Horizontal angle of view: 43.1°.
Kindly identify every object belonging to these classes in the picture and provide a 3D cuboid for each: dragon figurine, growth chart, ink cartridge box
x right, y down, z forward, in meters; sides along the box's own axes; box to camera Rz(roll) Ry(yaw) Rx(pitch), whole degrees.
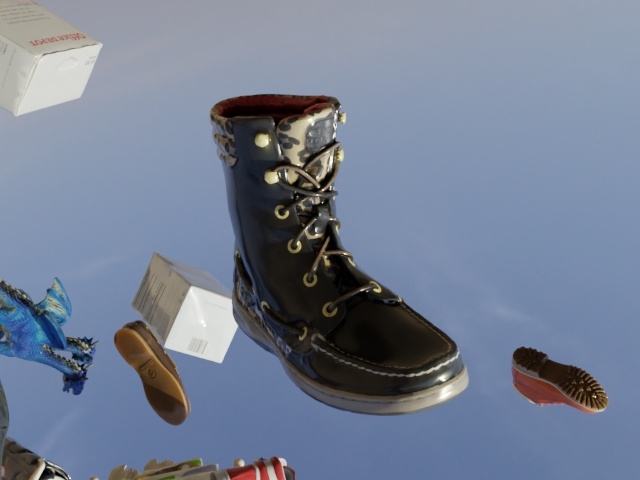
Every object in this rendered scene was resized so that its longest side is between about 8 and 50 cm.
[{"bbox_3d":[-0.396,0.108,1.129,0.144,0.289,0.085,-3,-138,-4],"label":"dragon figurine"},{"bbox_3d":[-0.209,0.341,1.062,0.237,0.021,0.172,-10,-157,4],"label":"growth chart"},{"bbox_3d":[-0.596,-0.372,1.474,0.306,0.131,0.226,33,-155,3],"label":"ink cartridge box"}]

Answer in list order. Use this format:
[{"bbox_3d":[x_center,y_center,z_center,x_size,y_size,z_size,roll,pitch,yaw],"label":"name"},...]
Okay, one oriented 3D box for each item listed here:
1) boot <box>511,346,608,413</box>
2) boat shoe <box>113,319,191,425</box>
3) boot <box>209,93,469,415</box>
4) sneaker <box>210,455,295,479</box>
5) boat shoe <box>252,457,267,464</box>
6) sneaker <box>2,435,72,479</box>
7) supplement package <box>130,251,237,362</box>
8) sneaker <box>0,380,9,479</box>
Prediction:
[{"bbox_3d":[0.372,0.235,1.274,0.158,0.085,0.059,28,-133,30],"label":"boot"},{"bbox_3d":[-0.297,0.238,1.488,0.073,0.207,0.073,-29,-178,17],"label":"boat shoe"},{"bbox_3d":[0.000,0.000,0.864,0.138,0.284,0.377,-18,-157,-26],"label":"boot"},{"bbox_3d":[-0.050,0.217,0.652,0.067,0.118,0.042,-14,-134,-15],"label":"sneaker"},{"bbox_3d":[-0.105,0.424,1.391,0.042,0.133,0.049,9,-145,-12],"label":"boat shoe"},{"bbox_3d":[-0.486,0.420,1.373,0.127,0.126,0.321,-42,-143,-3],"label":"sneaker"},{"bbox_3d":[-0.280,0.135,1.690,0.139,0.134,0.244,23,-176,-32],"label":"supplement package"},{"bbox_3d":[-0.405,0.229,0.860,0.130,0.087,0.228,-16,-129,3],"label":"sneaker"}]
